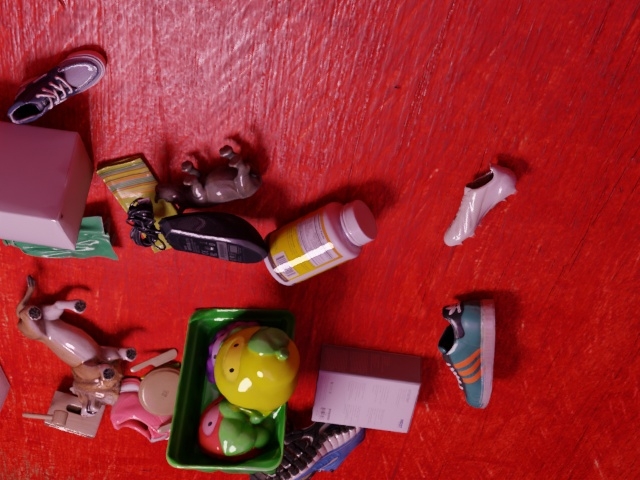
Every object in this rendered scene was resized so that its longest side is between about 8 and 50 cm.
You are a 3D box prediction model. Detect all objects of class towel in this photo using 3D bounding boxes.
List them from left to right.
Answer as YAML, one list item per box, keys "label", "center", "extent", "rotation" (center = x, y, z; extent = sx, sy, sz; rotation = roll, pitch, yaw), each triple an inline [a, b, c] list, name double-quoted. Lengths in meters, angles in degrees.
- label: "towel"
  center: [-0.347, -0.069, 1.776]
  extent: [0.102, 0.021, 0.237]
  rotation: [-12, 131, 19]

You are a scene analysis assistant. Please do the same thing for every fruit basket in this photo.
- label: "fruit basket"
  center: [-0.168, 0.295, 1.863]
  extent: [0.283, 0.392, 0.392]
  rotation: [0, 134, 8]

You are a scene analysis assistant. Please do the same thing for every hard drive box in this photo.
- label: "hard drive box"
  center: [0.105, 0.345, 2.061]
  extent: [0.232, 0.089, 0.181]
  rotation: [9, 130, 0]

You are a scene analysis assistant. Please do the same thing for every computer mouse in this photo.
- label: "computer mouse"
  center: [-0.229, -0.024, 1.702]
  extent: [0.272, 0.072, 0.188]
  rotation: [12, 157, -3]

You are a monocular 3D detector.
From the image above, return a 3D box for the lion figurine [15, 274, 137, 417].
- label: "lion figurine"
  center: [-0.579, 0.236, 2.037]
  extent: [0.240, 0.142, 0.392]
  rotation: [-13, 119, 49]

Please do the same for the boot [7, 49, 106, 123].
- label: "boot"
  center: [-0.460, -0.263, 1.557]
  extent: [0.190, 0.086, 0.069]
  rotation: [-21, 128, 25]

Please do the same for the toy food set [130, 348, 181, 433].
- label: "toy food set"
  center: [-0.370, 0.359, 2.130]
  extent: [0.132, 0.038, 0.192]
  rotation: [-21, 105, -10]

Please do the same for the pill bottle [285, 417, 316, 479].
- label: "pill bottle"
  center: [-0.103, 0.513, 2.235]
  extent: [0.123, 0.123, 0.219]
  rotation: [-19, 129, 23]

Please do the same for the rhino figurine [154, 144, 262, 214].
- label: "rhino figurine"
  center: [-0.220, -0.102, 1.691]
  extent: [0.243, 0.073, 0.106]
  rotation: [-17, 140, 26]

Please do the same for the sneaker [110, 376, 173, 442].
- label: "sneaker"
  center: [-0.372, 0.451, 2.200]
  extent: [0.314, 0.136, 0.116]
  rotation: [16, 135, -8]

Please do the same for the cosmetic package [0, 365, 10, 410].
- label: "cosmetic package"
  center: [-0.978, 0.351, 2.168]
  extent: [0.366, 0.155, 0.197]
  rotation: [3, 135, 4]

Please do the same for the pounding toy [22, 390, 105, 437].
- label: "pounding toy"
  center: [-0.627, 0.413, 2.180]
  extent: [0.181, 0.094, 0.206]
  rotation: [20, 161, -12]

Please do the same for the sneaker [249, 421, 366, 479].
- label: "sneaker"
  center: [-0.016, 0.521, 2.136]
  extent: [0.330, 0.130, 0.147]
  rotation: [-27, 132, -17]

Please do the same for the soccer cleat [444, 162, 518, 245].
- label: "soccer cleat"
  center: [0.287, -0.069, 1.669]
  extent: [0.076, 0.068, 0.196]
  rotation: [32, 123, -15]

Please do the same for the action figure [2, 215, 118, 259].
- label: "action figure"
  center: [-0.543, -0.008, 1.829]
  extent: [0.232, 0.063, 0.137]
  rotation: [-2, 136, 4]

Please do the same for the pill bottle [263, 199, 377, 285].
- label: "pill bottle"
  center: [0.000, 0.000, 1.730]
  extent: [0.215, 0.117, 0.117]
  rotation: [-25, 126, 27]

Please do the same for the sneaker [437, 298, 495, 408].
- label: "sneaker"
  center: [0.317, 0.247, 1.944]
  extent: [0.121, 0.108, 0.302]
  rotation: [0, 126, 8]

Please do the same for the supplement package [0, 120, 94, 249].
- label: "supplement package"
  center: [-0.588, -0.107, 1.625]
  extent: [0.293, 0.177, 0.175]
  rotation: [9, 161, -1]
